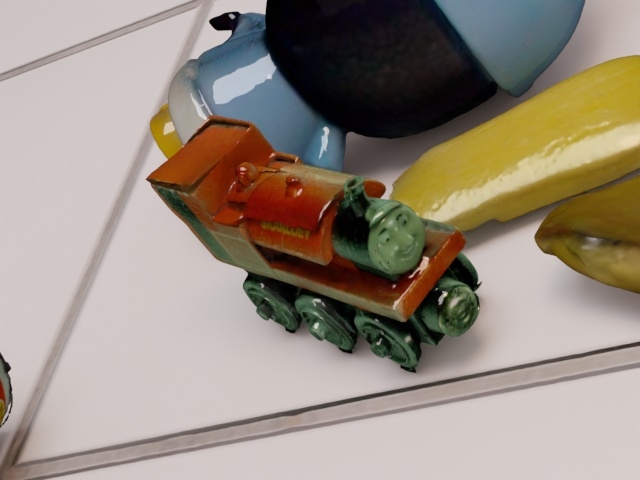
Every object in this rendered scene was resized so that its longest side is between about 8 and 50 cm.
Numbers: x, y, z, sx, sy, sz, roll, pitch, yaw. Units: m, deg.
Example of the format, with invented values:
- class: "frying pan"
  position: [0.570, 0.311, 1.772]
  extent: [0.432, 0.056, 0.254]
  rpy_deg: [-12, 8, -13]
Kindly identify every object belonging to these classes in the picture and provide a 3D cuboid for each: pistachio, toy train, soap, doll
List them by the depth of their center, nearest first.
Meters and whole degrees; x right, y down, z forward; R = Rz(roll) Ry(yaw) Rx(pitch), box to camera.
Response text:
- class: "pistachio"
  position: [0.179, -0.001, 0.563]
  extent: [0.173, 0.049, 0.089]
  rpy_deg: [-12, 21, 35]
- class: "toy train"
  position: [0.000, 0.000, 0.651]
  extent: [0.074, 0.118, 0.176]
  rpy_deg: [-51, 35, -18]
- class: "soap"
  position: [0.117, -0.050, 0.689]
  extent: [0.169, 0.033, 0.089]
  rpy_deg: [-22, 34, 18]
- class: "doll"
  position: [0.037, -0.130, 0.766]
  extent: [0.314, 0.141, 0.177]
  rpy_deg: [-36, 64, 17]

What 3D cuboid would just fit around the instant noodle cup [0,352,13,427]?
- class: "instant noodle cup"
  position: [-0.264, 0.134, 0.675]
  extent: [0.193, 0.193, 0.212]
  rpy_deg: [-14, 31, 27]
